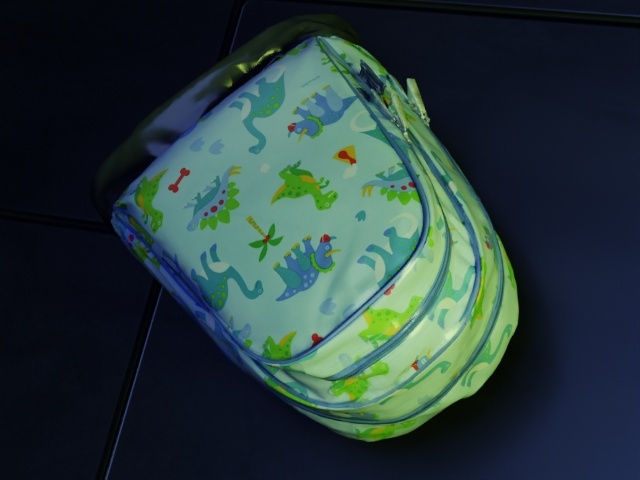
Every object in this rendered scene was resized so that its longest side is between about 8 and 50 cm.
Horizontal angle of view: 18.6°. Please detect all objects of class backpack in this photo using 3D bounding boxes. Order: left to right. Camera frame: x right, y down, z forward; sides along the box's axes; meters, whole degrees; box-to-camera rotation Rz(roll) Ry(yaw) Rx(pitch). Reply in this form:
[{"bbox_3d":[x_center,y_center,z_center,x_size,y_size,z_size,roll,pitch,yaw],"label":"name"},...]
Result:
[{"bbox_3d":[0.000,0.000,1.615,0.290,0.273,0.355,-36,72,0],"label":"backpack"}]
